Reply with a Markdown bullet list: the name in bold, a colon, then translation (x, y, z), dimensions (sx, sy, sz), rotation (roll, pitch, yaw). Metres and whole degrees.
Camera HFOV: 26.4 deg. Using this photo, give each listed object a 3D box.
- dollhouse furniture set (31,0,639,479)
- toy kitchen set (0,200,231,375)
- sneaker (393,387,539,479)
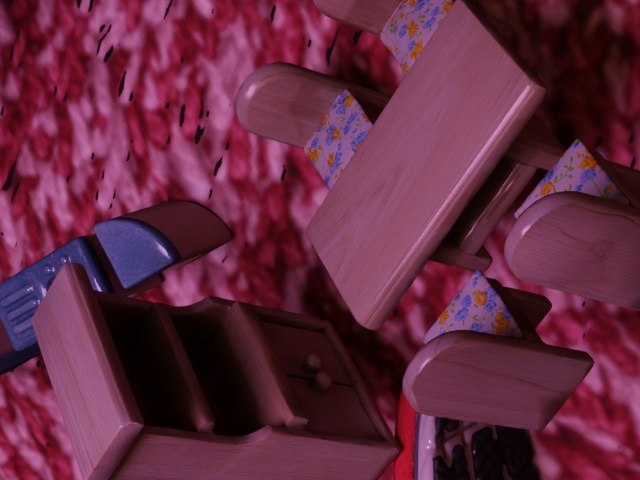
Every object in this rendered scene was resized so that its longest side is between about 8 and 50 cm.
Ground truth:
- **dollhouse furniture set**: translation (0.000, 0.000, 0.627), dimensions (0.242, 0.161, 0.212), rotation (-56, 41, 25)
- **toy kitchen set**: translation (-0.137, 0.091, 0.793), dimensions (0.207, 0.122, 0.166), rotation (-29, 88, 30)
- **sneaker**: translation (0.046, 0.196, 0.738), dimensions (0.118, 0.107, 0.279), rotation (8, 103, 36)
